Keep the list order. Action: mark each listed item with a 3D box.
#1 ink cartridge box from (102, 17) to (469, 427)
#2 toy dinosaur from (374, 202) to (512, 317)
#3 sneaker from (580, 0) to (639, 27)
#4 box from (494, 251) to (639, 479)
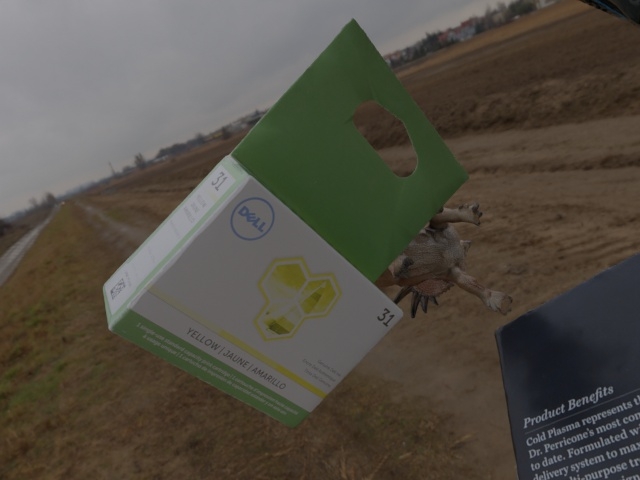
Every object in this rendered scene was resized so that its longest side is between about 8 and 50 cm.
[{"bbox_3d":[0.000,0.000,0.367,0.235,0.171,0.056,-46,36,2],"label":"ink cartridge box"},{"bbox_3d":[0.101,0.022,0.683,0.296,0.127,0.200,15,-16,-27],"label":"toy dinosaur"},{"bbox_3d":[0.143,-0.195,0.302,0.140,0.341,0.125,-17,-31,-51],"label":"sneaker"},{"bbox_3d":[0.460,0.322,0.538,0.297,0.480,0.471,-38,23,33],"label":"box"}]
